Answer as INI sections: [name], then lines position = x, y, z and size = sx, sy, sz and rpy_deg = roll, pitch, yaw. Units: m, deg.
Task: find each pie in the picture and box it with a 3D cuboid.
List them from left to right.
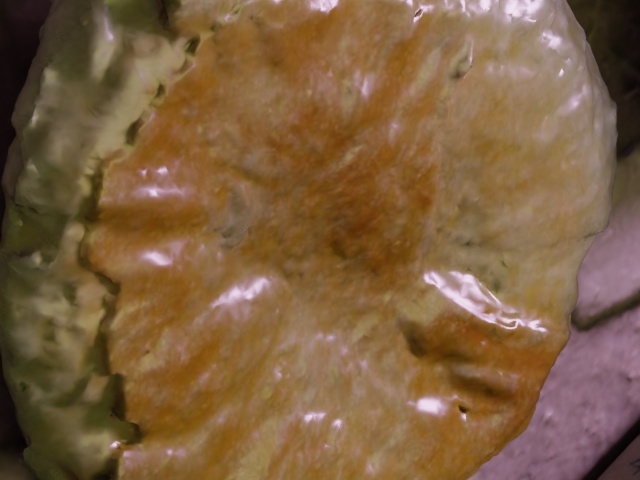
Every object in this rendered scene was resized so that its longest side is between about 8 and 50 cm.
[pie]
position = 0.000, 0.000, 0.762
size = 0.306, 0.071, 0.306
rpy_deg = -16, 119, -31

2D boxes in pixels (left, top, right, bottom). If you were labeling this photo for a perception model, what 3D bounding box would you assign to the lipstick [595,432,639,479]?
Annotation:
[lipstick]
position = 0.207, 0.105, 0.962
size = 0.253, 0.079, 0.077
rpy_deg = -45, 127, -18
